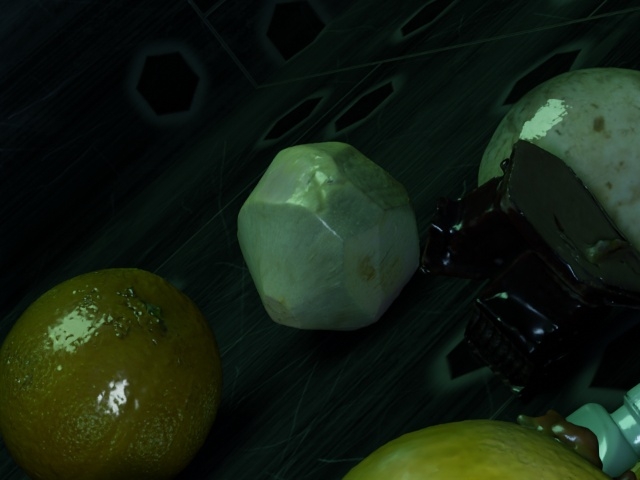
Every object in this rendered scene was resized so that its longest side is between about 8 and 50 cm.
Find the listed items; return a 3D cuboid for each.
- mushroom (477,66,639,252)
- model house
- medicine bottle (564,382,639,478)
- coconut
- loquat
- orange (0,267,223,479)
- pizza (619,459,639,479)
[{"bbox_3d":[0.262,-0.078,1.978,0.253,0.189,0.195,-31,16,-5],"label":"mushroom"},{"bbox_3d":[0.189,0.029,1.832,0.141,0.203,0.164,-24,-15,-50],"label":"model house"},{"bbox_3d":[0.191,0.197,1.545,0.229,0.083,0.121,-38,13,4],"label":"medicine bottle"},{"bbox_3d":[0.000,0.000,2.297,0.197,0.237,0.237,17,48,28],"label":"coconut"},{"bbox_3d":[0.109,0.239,1.269,0.275,0.275,0.275,-35,16,11],"label":"loquat"},{"bbox_3d":[-0.243,0.166,2.263,0.274,0.274,0.274,-35,16,11],"label":"orange"},{"bbox_3d":[0.322,0.152,1.377,0.323,0.089,0.223,-40,10,1],"label":"pizza"}]
